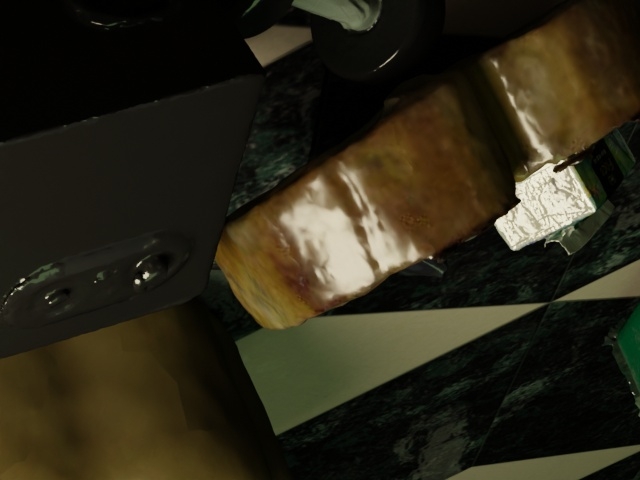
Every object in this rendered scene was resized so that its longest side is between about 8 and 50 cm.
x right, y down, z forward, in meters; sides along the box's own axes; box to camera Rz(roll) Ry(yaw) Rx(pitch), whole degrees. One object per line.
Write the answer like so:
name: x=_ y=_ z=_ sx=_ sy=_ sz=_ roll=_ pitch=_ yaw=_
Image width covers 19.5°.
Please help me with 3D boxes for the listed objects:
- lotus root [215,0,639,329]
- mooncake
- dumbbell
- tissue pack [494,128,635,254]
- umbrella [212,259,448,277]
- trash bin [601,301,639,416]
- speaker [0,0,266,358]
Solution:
lotus root: x=0.085 y=-0.066 z=1.374 sx=0.390 sy=0.111 sz=0.375 roll=-35 pitch=-177 yaw=-27
mooncake: x=-0.252 y=0.241 z=1.673 sx=0.467 sy=0.262 sz=0.467 roll=-16 pitch=155 yaw=-8
dumbbell: x=-0.008 y=-0.167 z=1.230 sx=0.100 sy=0.100 sz=0.191 roll=-36 pitch=152 yaw=28
tissue pack: x=0.193 y=-0.037 z=1.458 sx=0.085 sy=0.079 sz=0.111 roll=-28 pitch=-173 yaw=31
umbrella: x=0.000 y=-0.002 z=1.611 sx=0.224 sy=0.071 sz=0.080 roll=-2 pitch=-170 yaw=-14
trash bin: x=0.474 y=0.089 z=1.980 sx=0.295 sy=0.259 sz=0.381 roll=-12 pitch=156 yaw=-22
speaker: x=-0.195 y=-0.058 z=1.141 sx=0.254 sy=0.184 sz=0.232 roll=-17 pitch=148 yaw=-27
